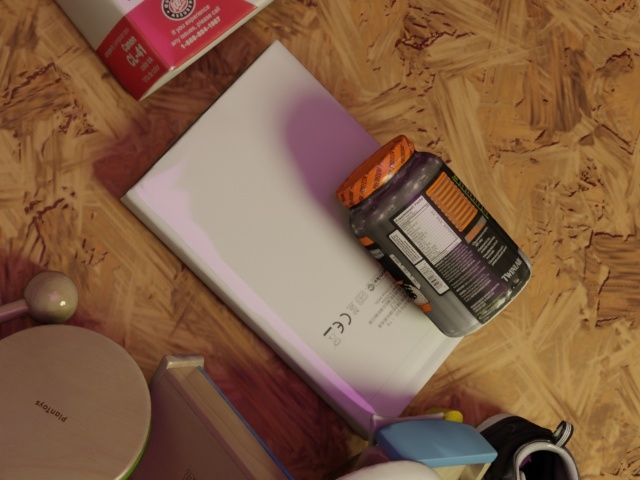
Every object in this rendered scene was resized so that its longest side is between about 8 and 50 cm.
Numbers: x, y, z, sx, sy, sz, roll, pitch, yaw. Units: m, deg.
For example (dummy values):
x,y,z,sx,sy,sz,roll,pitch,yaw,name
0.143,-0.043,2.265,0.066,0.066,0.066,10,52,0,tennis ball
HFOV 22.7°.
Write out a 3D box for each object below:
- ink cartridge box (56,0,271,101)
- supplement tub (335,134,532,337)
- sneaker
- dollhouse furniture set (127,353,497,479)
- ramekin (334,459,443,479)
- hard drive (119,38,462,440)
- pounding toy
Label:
x,y,z,sx,sy,sz,roll,pitch,yaw,name
-0.179,-0.328,1.571,0.226,0.131,0.306,-41,98,-21,ink cartridge box
0.110,-0.006,1.584,0.117,0.117,0.190,-44,98,-21,supplement tub
0.171,0.291,1.588,0.101,0.153,0.268,31,72,-13,sneaker
-0.029,0.258,1.556,0.303,0.198,0.286,2,125,-44,dollhouse furniture set
0.040,0.343,1.424,0.277,0.277,0.135,-26,50,-22,ramekin
0.000,0.000,1.629,0.353,0.047,0.233,45,69,-9,hard drive
-0.258,0.163,1.490,0.183,0.110,0.237,-28,64,-15,pounding toy
